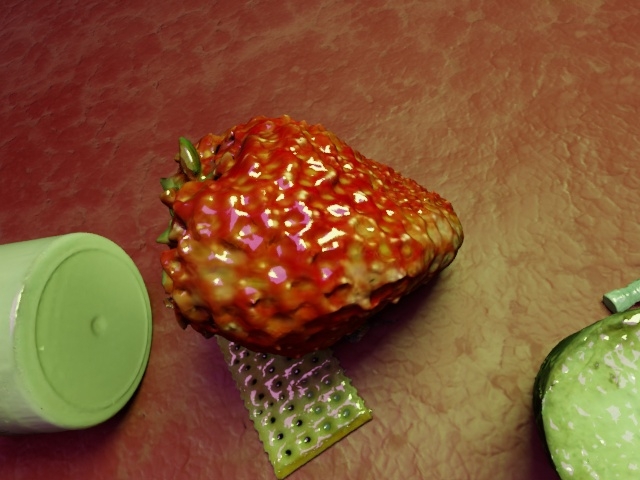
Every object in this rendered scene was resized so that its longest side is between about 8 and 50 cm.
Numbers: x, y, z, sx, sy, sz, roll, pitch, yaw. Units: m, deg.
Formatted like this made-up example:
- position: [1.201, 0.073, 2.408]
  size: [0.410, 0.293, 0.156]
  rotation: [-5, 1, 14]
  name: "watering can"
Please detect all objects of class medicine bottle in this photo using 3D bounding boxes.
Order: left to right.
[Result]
- position: [-0.378, 0.121, 0.521]
  size: [0.231, 0.238, 0.238]
  rotation: [-7, 61, 10]
  name: "medicine bottle"

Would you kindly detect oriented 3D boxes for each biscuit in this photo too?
- position: [-0.049, 0.162, 0.539]
  size: [0.139, 0.016, 0.232]
  rotation: [-33, 58, -3]
  name: "biscuit"

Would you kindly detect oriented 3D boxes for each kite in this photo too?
- position: [0.059, 0.108, 0.545]
  size: [0.078, 0.002, 0.044]
  rotation: [-29, 59, 0]
  name: "kite"

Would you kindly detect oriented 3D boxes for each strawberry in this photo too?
- position: [0.000, 0.000, 0.476]
  size: [0.350, 0.268, 0.312]
  rotation: [-2, 22, -19]
  name: "strawberry"

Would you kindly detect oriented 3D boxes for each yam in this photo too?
- position: [0.259, 0.144, 0.334]
  size: [0.161, 0.268, 0.162]
  rotation: [-7, 72, 23]
  name: "yam"

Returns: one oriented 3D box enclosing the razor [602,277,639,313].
- position: [0.436, 0.020, 0.466]
  size: [0.231, 0.068, 0.106]
  rotation: [-27, 58, 7]
  name: "razor"
